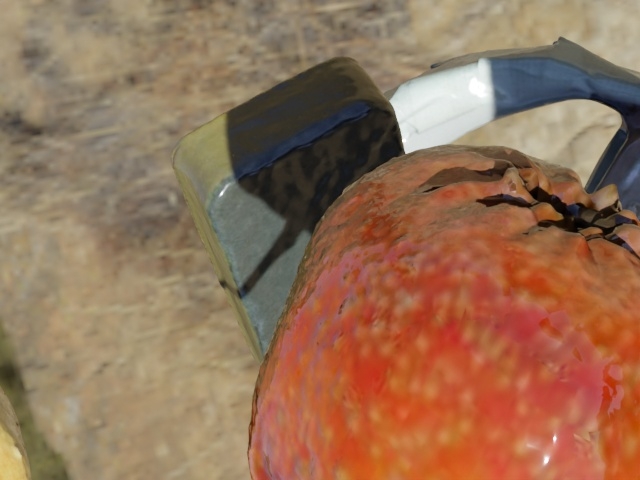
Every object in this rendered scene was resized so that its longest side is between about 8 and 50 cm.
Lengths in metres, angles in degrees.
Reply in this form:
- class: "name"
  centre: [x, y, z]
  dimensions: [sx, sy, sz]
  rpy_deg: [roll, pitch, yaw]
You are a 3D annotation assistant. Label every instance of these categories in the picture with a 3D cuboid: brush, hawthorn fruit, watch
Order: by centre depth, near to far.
- class: "hawthorn fruit"
  centre: [0.018, 0.099, 0.619]
  dimensions: [0.285, 0.165, 0.165]
  rpy_deg: [-52, 59, 23]
- class: "brush"
  centre: [0.000, 0.000, 1.041]
  dimensions: [0.059, 0.123, 0.197]
  rpy_deg: [55, 169, 47]
- class: "watch"
  centre: [0.140, -0.043, 1.381]
  dimensions: [0.241, 0.162, 0.253]
  rpy_deg: [30, 106, 8]

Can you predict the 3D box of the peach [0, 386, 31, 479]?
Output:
- class: "peach"
  centre: [-0.295, 0.186, 1.284]
  dimensions: [0.232, 0.232, 0.232]
  rpy_deg: [19, 115, 47]
